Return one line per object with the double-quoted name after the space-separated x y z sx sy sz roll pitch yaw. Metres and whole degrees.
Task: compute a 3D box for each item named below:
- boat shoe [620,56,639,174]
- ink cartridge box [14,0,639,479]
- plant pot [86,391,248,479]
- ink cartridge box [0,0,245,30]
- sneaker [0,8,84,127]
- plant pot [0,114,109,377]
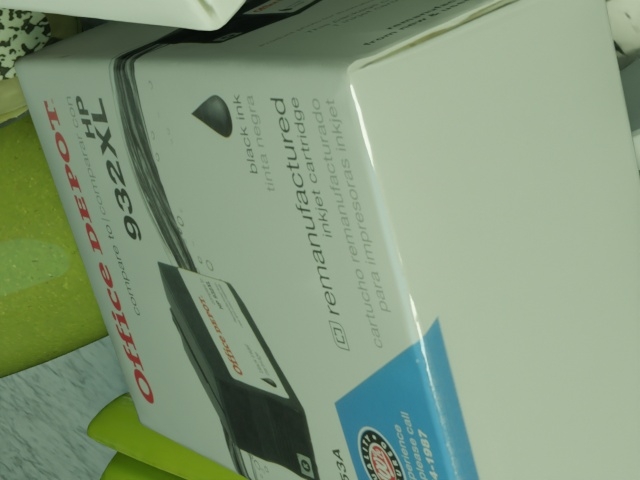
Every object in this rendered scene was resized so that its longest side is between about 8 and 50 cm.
0.194 -0.045 0.513 0.076 0.080 0.228 40 156 -19 "boat shoe"
0.000 0.000 0.649 0.307 0.129 0.223 12 123 56 "ink cartridge box"
-0.042 0.217 1.035 0.227 0.228 0.207 11 101 45 "plant pot"
-0.101 -0.194 0.486 0.289 0.211 0.121 14 147 42 "ink cartridge box"
-0.322 -0.197 0.788 0.410 0.158 0.182 30 165 12 "sneaker"
-0.228 -0.017 0.921 0.293 0.275 0.275 -2 136 31 "plant pot"
